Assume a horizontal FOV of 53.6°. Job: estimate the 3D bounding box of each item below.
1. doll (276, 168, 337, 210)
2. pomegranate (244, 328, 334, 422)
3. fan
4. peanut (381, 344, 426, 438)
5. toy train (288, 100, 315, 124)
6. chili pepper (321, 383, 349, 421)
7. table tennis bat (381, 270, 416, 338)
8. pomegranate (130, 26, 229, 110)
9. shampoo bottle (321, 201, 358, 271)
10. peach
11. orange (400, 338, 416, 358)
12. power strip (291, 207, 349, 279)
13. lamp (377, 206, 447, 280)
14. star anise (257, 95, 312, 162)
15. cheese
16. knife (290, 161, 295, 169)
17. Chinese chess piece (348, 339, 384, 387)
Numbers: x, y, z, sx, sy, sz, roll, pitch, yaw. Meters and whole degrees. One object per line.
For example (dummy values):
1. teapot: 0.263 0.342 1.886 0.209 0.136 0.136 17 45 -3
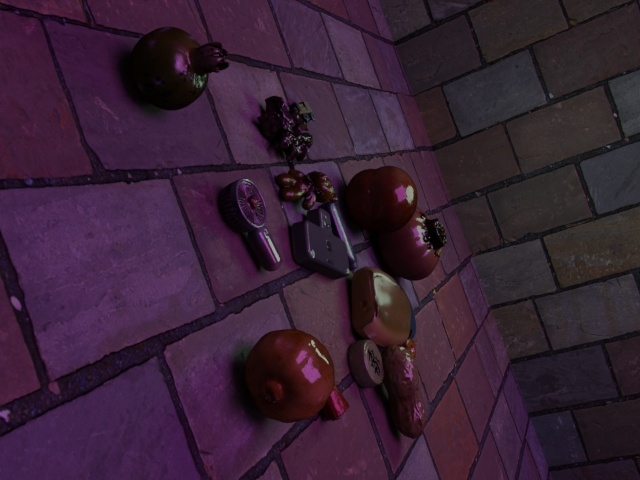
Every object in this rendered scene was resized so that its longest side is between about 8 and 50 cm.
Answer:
1. doll: -0.038 -0.163 1.879 0.209 0.097 0.137 -9 63 -49
2. pomegranate: -0.069 0.296 1.388 0.207 0.207 0.207 45 35 -43
3. fan: -0.162 -0.035 1.570 0.244 0.074 0.130 64 25 -16
4. peanut: 0.261 0.476 1.983 0.136 0.120 0.298 -34 110 -75
5. toy train: -0.060 -0.420 2.096 0.081 0.050 0.122 64 25 -2
6. chili pepper: 0.012 0.374 1.645 0.169 0.065 0.088 65 24 -2
7. table tennis bat: 0.277 0.229 2.318 0.329 0.044 0.215 54 30 -36
8. pomegranate: -0.307 -0.386 1.384 0.179 0.210 0.179 63 2 -3
9. shampoo bottle: 0.064 -0.014 2.045 0.233 0.049 0.087 70 18 0
10. peach: 0.214 -0.139 2.217 0.252 0.252 0.252 45 35 -43
11. orange: 0.299 0.383 2.222 0.086 0.062 0.086 17 66 -45
12. power strip: 0.000 0.000 1.891 0.265 0.059 0.193 28 52 -56
13. lamp: 0.352 -0.001 2.399 0.305 0.240 0.305 43 37 -45
14. star anise: -0.095 -0.338 1.904 0.214 0.099 0.220 65 25 -18
15. cheese: 0.208 0.233 2.083 0.316 0.128 0.259 30 54 -48
16. knife: -0.082 -0.208 1.938 0.023 0.010 0.170 9 64 -61
17. Chinese chess piece: 0.140 0.370 1.907 0.144 0.058 0.144 45 35 -44
